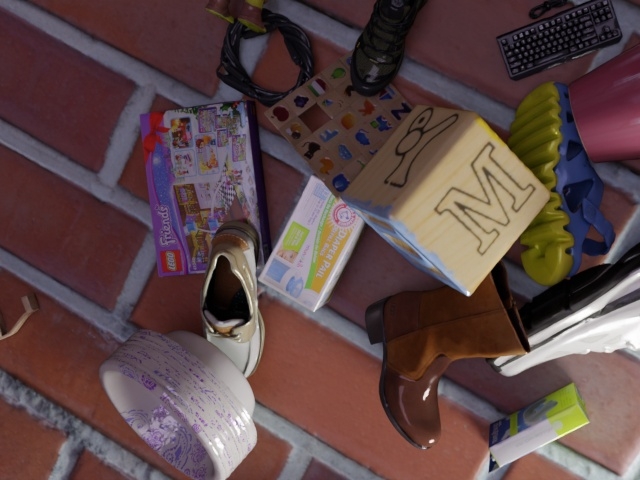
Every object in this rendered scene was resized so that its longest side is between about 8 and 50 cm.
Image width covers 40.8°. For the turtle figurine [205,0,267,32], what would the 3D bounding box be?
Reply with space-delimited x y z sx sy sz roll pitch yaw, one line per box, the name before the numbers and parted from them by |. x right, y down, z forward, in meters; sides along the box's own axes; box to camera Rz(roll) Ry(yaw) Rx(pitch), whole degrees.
turtle figurine | -0.090 -0.458 1.417 0.270 0.087 0.217 22 91 10

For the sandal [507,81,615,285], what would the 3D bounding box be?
sandal | 0.379 -0.089 1.344 0.138 0.126 0.317 -2 87 -22

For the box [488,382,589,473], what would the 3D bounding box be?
box | 0.339 0.299 1.380 0.178 0.109 0.042 -32 91 15

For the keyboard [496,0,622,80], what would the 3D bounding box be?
keyboard | 0.371 -0.333 1.357 0.180 0.023 0.108 -19 90 15

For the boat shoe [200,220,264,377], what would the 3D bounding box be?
boat shoe | -0.159 0.122 1.461 0.113 0.103 0.302 4 116 10

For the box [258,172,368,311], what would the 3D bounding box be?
box | 0.000 0.000 1.443 0.114 0.103 0.203 29 101 10

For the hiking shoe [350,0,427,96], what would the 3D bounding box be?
hiking shoe | 0.102 -0.342 1.370 0.086 0.114 0.226 24 93 13

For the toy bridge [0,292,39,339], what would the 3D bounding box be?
toy bridge | -0.625 0.161 1.663 0.188 0.026 0.063 -20 91 16

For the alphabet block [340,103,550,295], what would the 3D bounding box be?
alphabet block | 0.183 -0.067 1.292 0.193 0.192 0.197 42 86 -25

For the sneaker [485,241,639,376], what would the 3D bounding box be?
sneaker | 0.489 0.153 1.298 0.448 0.169 0.257 -32 93 21

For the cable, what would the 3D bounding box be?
cable | -0.083 -0.308 1.471 0.185 0.047 0.150 29 97 15

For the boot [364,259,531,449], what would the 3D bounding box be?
boot | 0.217 0.187 1.355 0.281 0.096 0.264 -21 75 44

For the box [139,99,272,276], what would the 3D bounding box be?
box | -0.199 -0.089 1.511 0.201 0.057 0.293 -5 94 14

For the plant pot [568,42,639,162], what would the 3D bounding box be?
plant pot | 0.472 -0.201 1.262 0.180 0.201 0.201 -16 91 27

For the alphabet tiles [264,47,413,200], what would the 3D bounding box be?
alphabet tiles | 0.058 -0.179 1.402 0.198 0.009 0.237 -37 76 -11

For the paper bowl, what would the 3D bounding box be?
paper bowl | -0.227 0.266 1.464 0.284 0.284 0.148 40 60 8
